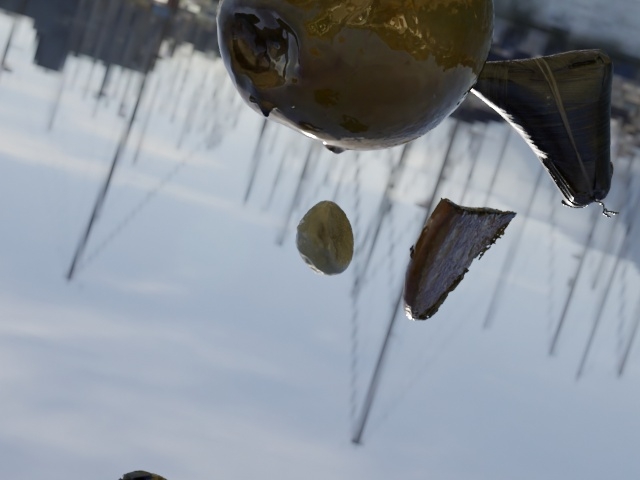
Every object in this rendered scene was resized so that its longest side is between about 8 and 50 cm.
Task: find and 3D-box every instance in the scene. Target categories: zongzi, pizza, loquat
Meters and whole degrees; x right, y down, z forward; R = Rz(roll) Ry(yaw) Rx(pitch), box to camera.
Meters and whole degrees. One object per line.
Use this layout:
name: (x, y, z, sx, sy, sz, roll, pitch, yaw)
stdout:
zongzi: (0.232, -0.114, 1.684, 0.184, 0.187, 0.084, -6, -161, -1)
pizza: (0.156, -0.005, 1.698, 0.036, 0.176, 0.185, 39, 151, 24)
loquat: (0.035, -0.191, 1.329, 0.244, 0.244, 0.244, 18, -174, -2)

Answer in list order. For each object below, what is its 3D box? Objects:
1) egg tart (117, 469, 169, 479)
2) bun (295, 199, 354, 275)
egg tart: (-0.197, 0.349, 1.599, 0.212, 0.213, 0.090, 22, -173, 37)
bun: (0.000, 0.000, 1.681, 0.055, 0.086, 0.086, -11, 175, 22)
